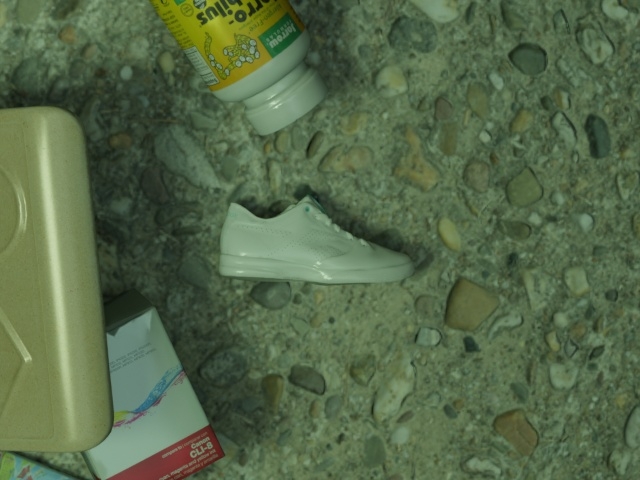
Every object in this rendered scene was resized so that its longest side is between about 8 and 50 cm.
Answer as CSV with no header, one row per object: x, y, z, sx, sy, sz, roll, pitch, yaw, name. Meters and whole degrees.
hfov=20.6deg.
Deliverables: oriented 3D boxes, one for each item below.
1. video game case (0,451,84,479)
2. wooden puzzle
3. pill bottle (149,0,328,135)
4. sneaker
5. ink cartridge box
-0.353,0.318,1.817,0.193,0.023,0.212,26,89,-18,video game case
-0.362,0.038,1.692,0.348,0.080,0.322,-2,97,21,wooden puzzle
-0.084,-0.214,1.776,0.117,0.117,0.208,-36,105,-9,pill bottle
0.000,0.000,1.854,0.212,0.080,0.094,5,84,-15,sneaker
-0.199,0.158,1.785,0.127,0.128,0.176,-27,104,-11,ink cartridge box
